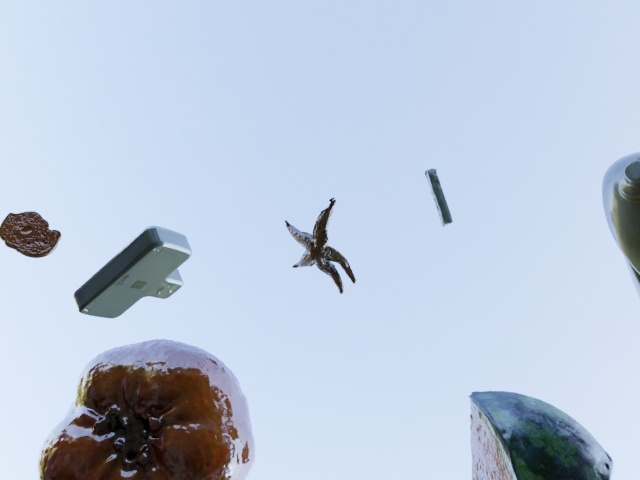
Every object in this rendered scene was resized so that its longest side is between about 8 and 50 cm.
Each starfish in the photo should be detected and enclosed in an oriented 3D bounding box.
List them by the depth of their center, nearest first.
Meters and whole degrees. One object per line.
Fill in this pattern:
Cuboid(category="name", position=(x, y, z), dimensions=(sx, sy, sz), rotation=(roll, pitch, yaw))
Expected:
Cuboid(category="starfish", position=(-0.004, 0.001, 0.988), dimensions=(0.133, 0.041, 0.130), rotation=(24, -60, 21))

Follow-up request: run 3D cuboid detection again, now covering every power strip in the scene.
Cuboid(category="power strip", position=(-0.385, 0.079, 1.525), dimensions=(0.265, 0.193, 0.059), rotation=(-39, -119, 17))

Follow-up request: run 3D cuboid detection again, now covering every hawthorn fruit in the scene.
Cuboid(category="hawthorn fruit", position=(-0.165, 0.213, 0.738), dimensions=(0.207, 0.207, 0.243), rotation=(24, -14, 14))

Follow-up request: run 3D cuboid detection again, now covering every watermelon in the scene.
Cuboid(category="watermelon", position=(0.238, 0.299, 0.890), dimensions=(0.207, 0.136, 0.202), rotation=(45, -69, 23))

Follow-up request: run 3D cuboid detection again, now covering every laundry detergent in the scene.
Cuboid(category="laundry detergent", position=(0.392, -0.013, 0.819), dimensions=(0.091, 0.181, 0.253), rotation=(-11, -32, 29))

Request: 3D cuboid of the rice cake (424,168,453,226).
Cuboid(category="rice cake", position=(0.235, -0.086, 1.389), dimensions=(0.021, 0.022, 0.121), rotation=(118, -42, -70))

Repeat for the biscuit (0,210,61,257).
Cuboid(category="biscuit", position=(-0.624, -0.013, 1.499), dimensions=(0.130, 0.102, 0.019), rotation=(34, -40, 5))
